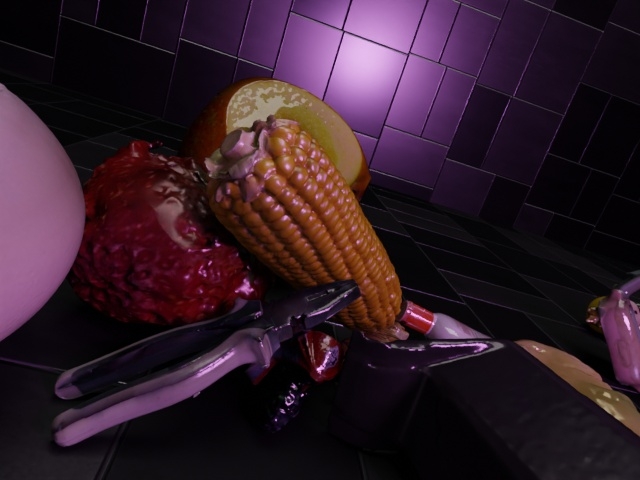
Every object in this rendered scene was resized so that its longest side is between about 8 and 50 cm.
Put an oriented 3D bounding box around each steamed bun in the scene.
[{"bbox_3d":[-0.373,-0.003,0.398,0.324,0.206,0.324,-6,33,4],"label":"steamed bun"}]

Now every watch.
[{"bbox_3d":[0.715,0.169,0.930,0.241,0.254,0.161,-16,-4,33],"label":"watch"}]

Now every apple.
[{"bbox_3d":[-0.085,-0.121,0.914,0.374,0.375,0.384,22,12,10],"label":"apple"}]

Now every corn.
[{"bbox_3d":[0.000,0.000,0.578,0.144,0.144,0.387,33,-9,39],"label":"corn"}]

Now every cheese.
[{"bbox_3d":[0.324,0.241,0.630,0.225,0.117,0.214,-4,31,-42],"label":"cheese"}]

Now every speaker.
[{"bbox_3d":[0.171,0.235,0.384,0.184,0.180,0.388,3,21,-24],"label":"speaker"}]

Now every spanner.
[{"bbox_3d":[-0.102,0.106,0.474,0.324,0.040,0.095,-20,32,-18],"label":"spanner"}]

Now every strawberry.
[{"bbox_3d":[-0.202,0.012,0.602,0.274,0.220,0.274,56,4,-6],"label":"strawberry"}]

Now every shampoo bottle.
[{"bbox_3d":[0.237,0.169,0.800,0.220,0.051,0.108,26,11,-6],"label":"shampoo bottle"}]

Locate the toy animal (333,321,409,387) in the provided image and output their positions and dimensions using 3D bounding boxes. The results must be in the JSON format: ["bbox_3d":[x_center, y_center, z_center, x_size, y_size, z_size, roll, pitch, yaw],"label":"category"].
[{"bbox_3d":[0.080,0.173,0.682,0.099,0.057,0.241,22,17,35],"label":"toy animal"}]

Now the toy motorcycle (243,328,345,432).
[{"bbox_3d":[-0.033,0.131,0.567,0.082,0.122,0.213,47,9,-17],"label":"toy motorcycle"}]

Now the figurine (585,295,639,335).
[{"bbox_3d":[0.822,0.221,1.226,0.234,0.127,0.185,15,22,-49],"label":"figurine"}]
